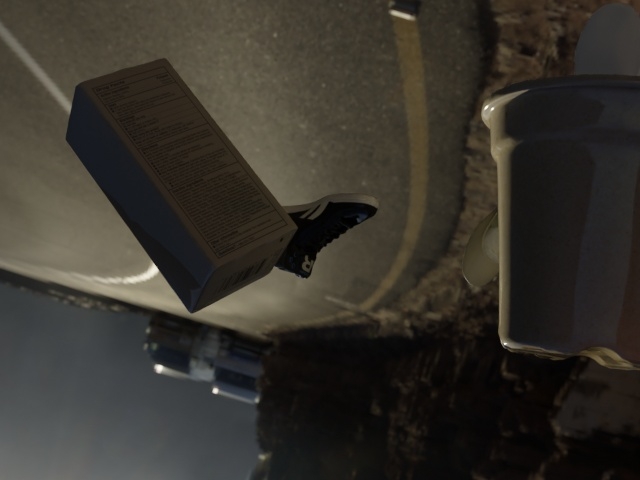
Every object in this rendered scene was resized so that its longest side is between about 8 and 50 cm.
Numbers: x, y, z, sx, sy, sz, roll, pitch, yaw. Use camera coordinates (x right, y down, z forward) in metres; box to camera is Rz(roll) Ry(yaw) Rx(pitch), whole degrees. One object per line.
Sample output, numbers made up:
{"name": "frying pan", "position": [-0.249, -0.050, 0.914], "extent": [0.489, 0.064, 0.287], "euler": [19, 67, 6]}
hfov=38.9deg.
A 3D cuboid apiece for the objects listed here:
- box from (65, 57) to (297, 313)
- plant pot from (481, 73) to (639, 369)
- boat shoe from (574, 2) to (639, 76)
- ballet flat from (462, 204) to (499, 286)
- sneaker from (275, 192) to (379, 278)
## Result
{"name": "box", "position": [-0.188, -0.078, 1.191], "extent": [0.311, 0.148, 0.121], "euler": [53, 143, 15]}
{"name": "plant pot", "position": [0.347, -0.003, 1.112], "extent": [0.333, 0.306, 0.334], "euler": [9, 172, 1]}
{"name": "boat shoe", "position": [0.461, -0.218, 1.437], "extent": [0.108, 0.301, 0.102], "euler": [-1, 175, 19]}
{"name": "ballet flat", "position": [0.341, -0.027, 1.663], "extent": [0.086, 0.248, 0.086], "euler": [28, 159, 12]}
{"name": "sneaker", "position": [0.000, 0.000, 1.460], "extent": [0.216, 0.121, 0.079], "euler": [-10, 158, 35]}
